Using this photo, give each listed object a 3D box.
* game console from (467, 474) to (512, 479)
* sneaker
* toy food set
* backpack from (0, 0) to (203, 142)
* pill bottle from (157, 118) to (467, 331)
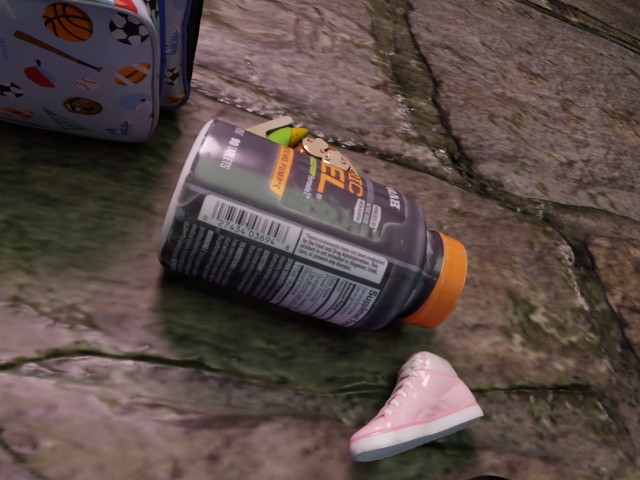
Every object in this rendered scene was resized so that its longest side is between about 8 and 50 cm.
[{"bbox_3d":[0.121,0.177,0.213,0.250,0.293,0.173,46,57,-30],"label":"game console"},{"bbox_3d":[0.070,0.135,0.405,0.135,0.051,0.070,-4,55,-33],"label":"sneaker"},{"bbox_3d":[-0.008,-0.075,0.536,0.192,0.038,0.132,45,48,11],"label":"toy food set"},{"bbox_3d":[-0.236,-0.213,0.403,0.264,0.276,0.212,11,64,-15],"label":"backpack"},{"bbox_3d":[0.000,0.000,0.420,0.246,0.130,0.130,20,49,-12],"label":"pill bottle"}]
